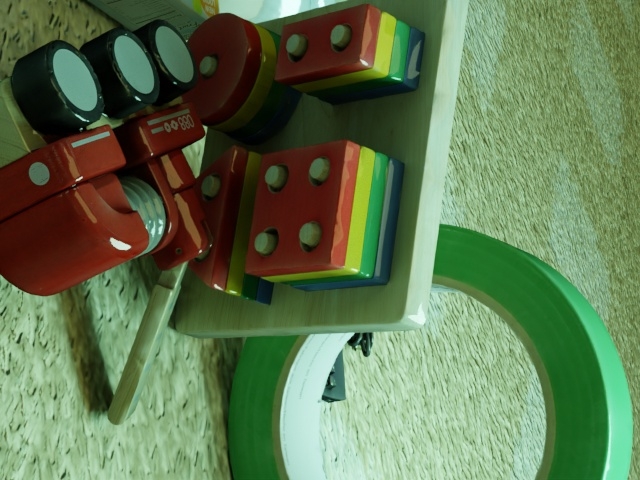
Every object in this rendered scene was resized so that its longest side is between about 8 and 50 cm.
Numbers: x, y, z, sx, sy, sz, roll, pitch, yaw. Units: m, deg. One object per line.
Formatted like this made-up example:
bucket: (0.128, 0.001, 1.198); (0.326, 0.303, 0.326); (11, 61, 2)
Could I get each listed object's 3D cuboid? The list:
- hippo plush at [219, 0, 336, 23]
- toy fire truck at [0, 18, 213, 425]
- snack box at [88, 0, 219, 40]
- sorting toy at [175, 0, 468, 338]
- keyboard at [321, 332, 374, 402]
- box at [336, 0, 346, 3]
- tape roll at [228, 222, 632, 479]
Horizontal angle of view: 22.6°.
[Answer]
hippo plush: (0.012, -0.317, 1.464); (0.234, 0.236, 0.294); (16, 63, -63)
toy fire truck: (-0.149, 0.000, 1.084); (0.246, 0.158, 0.217); (64, 24, -3)
snack box: (-0.159, -0.272, 1.266); (0.207, 0.070, 0.175); (31, 51, -58)
sorting toy: (-0.027, -0.064, 1.193); (0.089, 0.255, 0.257); (20, 73, -40)
keyboard: (0.000, 0.000, 1.532); (0.201, 0.033, 0.317); (31, 51, -59)
box: (0.070, -0.408, 1.765); (0.121, 0.148, 0.311); (46, 39, -51)
tape roll: (0.083, 0.148, 1.274); (0.077, 0.321, 0.321); (17, 62, -64)
